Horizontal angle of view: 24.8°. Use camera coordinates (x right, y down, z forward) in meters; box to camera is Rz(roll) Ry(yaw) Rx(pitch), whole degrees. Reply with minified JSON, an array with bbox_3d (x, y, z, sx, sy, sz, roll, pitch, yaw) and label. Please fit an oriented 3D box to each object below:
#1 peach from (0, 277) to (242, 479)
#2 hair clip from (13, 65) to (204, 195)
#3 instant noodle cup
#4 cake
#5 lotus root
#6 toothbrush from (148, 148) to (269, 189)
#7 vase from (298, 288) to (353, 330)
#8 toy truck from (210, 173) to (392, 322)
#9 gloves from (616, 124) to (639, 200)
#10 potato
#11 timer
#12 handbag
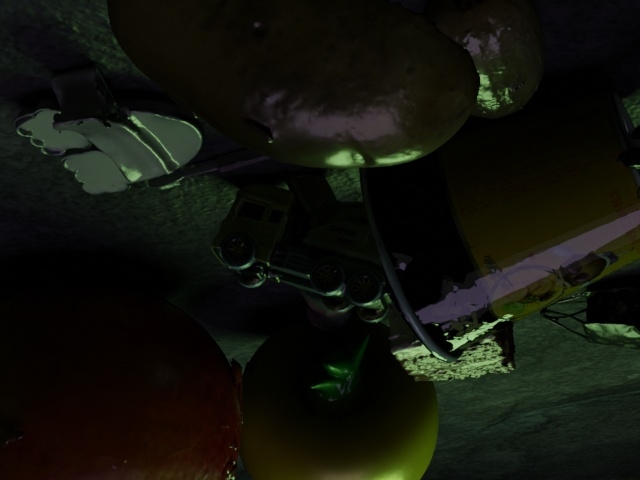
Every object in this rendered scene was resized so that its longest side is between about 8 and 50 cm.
[{"bbox_3d":[-0.258,0.217,1.640,0.370,0.370,0.370,-5,160,-2],"label":"peach"},{"bbox_3d":[-0.174,-0.085,1.252,0.140,0.054,0.220,-14,162,10],"label":"hair clip"},{"bbox_3d":[0.179,-0.026,1.306,0.236,0.215,0.215,-22,156,17],"label":"instant noodle cup"},{"bbox_3d":[0.149,0.084,1.692,0.135,0.134,0.147,-11,150,16],"label":"cake"},{"bbox_3d":[0.129,-0.141,1.125,0.090,0.077,0.183,-8,159,8],"label":"lotus root"},{"bbox_3d":[-0.075,-0.075,1.351,0.194,0.014,0.017,-15,158,24],"label":"toothbrush"},{"bbox_3d":[0.012,0.054,1.643,0.086,0.086,0.214,-4,165,-3],"label":"vase"},{"bbox_3d":[0.000,0.000,1.404,0.191,0.116,0.085,16,166,14],"label":"toy truck"},{"bbox_3d":[0.323,-0.095,1.159,0.106,0.181,0.129,34,-179,1],"label":"gloves"},{"bbox_3d":[-0.035,-0.115,0.965,0.271,0.111,0.160,24,167,-4],"label":"potato"},{"bbox_3d":[0.021,0.198,1.796,0.285,0.285,0.285,-5,160,-2],"label":"timer"},{"bbox_3d":[0.352,0.093,1.869,0.139,0.072,0.115,3,165,15],"label":"handbag"}]
